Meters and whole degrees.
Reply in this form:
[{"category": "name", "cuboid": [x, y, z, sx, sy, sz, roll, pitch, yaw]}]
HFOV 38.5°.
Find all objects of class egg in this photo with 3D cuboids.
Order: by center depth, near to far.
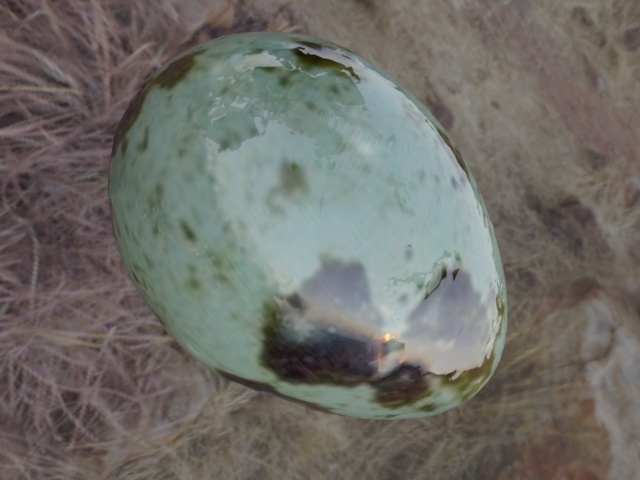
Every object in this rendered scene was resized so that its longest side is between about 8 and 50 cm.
[{"category": "egg", "cuboid": [0.000, 0.000, 0.462, 0.231, 0.169, 0.169, 41, 40, -16]}]
